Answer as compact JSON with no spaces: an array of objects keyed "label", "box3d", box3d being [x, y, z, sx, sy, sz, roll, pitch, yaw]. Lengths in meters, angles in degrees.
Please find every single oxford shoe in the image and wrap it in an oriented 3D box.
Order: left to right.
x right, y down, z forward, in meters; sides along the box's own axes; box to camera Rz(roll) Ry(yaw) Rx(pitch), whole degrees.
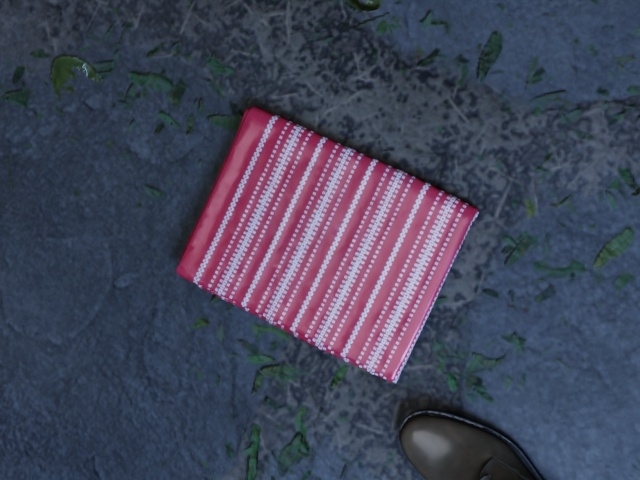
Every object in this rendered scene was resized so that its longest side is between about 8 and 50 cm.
[{"label":"oxford shoe","box3d":[0.161,0.234,1.221,0.227,0.096,0.082,34,101,22]}]

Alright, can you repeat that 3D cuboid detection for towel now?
[{"label":"towel","box3d":[0.000,0.000,1.334,0.275,0.031,0.198,26,94,19]}]
